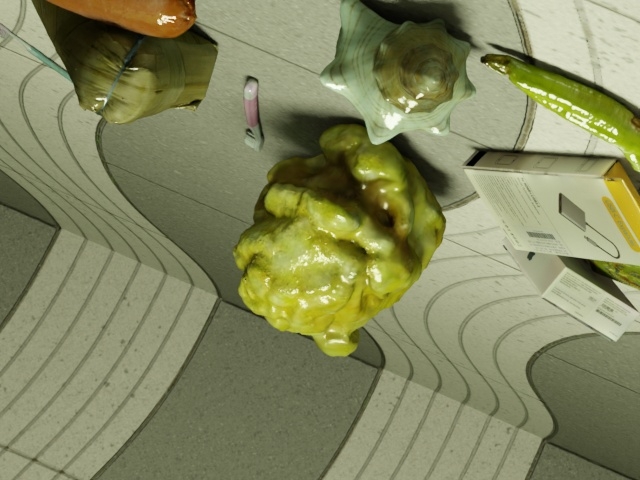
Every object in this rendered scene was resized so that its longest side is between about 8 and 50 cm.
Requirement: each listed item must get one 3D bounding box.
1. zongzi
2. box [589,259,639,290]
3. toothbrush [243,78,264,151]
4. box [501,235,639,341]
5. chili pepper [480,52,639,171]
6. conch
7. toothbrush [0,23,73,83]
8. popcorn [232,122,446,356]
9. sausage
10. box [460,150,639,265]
[{"bbox_3d":[-0.256,-0.218,1.777,0.256,0.115,0.228,31,-163,8],"label":"zongzi"},{"bbox_3d":[0.440,0.046,1.821,0.311,0.043,0.173,21,169,19],"label":"box"},{"bbox_3d":[-0.086,-0.153,2.051,0.025,0.020,0.286,30,170,5],"label":"toothbrush"},{"bbox_3d":[0.294,0.044,1.963,0.130,0.051,0.129,31,-163,-30],"label":"box"},{"bbox_3d":[0.240,-0.118,1.490,0.208,0.043,0.049,32,-167,-15],"label":"chili pepper"},{"bbox_3d":[0.056,-0.155,1.517,0.234,0.114,0.137,19,156,53],"label":"conch"},{"bbox_3d":[-0.383,-0.249,2.238,0.011,0.014,0.167,4,159,38],"label":"toothbrush"},{"bbox_3d":[0.023,0.002,1.959,0.235,0.250,0.242,24,171,44],"label":"popcorn"},{"bbox_3d":[-0.215,-0.258,1.684,0.198,0.076,0.076,20,169,13],"label":"sausage"},{"bbox_3d":[0.263,-0.034,1.738,0.247,0.033,0.129,9,140,54],"label":"box"}]
